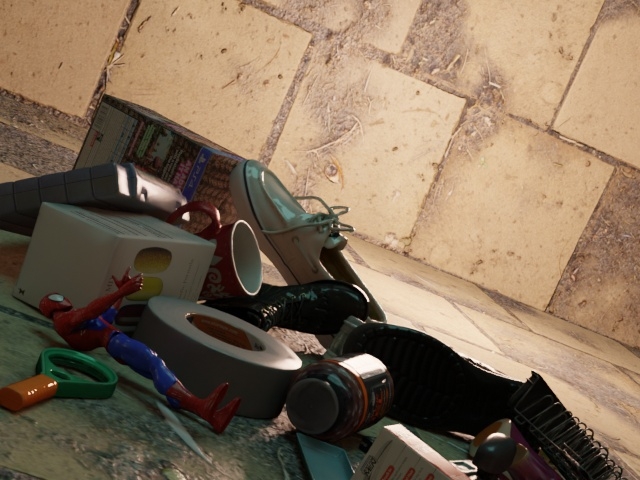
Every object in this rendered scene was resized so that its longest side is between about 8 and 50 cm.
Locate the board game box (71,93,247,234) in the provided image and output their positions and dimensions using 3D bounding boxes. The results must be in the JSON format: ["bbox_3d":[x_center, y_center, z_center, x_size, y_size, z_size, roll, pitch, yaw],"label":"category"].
[{"bbox_3d":[-0.288,-0.090,2.266,0.291,0.232,0.141,30,10,33],"label":"board game box"}]

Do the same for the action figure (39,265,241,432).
[{"bbox_3d":[-0.207,0.104,1.538,0.280,0.139,0.091,24,-18,20],"label":"action figure"}]

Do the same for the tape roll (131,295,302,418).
[{"bbox_3d":[-0.137,0.150,1.677,0.219,0.072,0.219,23,8,-4],"label":"tape roll"}]

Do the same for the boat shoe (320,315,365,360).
[{"bbox_3d":[0.127,0.187,2.086,0.118,0.103,0.320,30,10,41],"label":"boat shoe"}]

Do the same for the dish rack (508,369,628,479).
[{"bbox_3d":[0.370,0.313,1.789,0.208,0.074,0.271,50,-1,-20],"label":"dish rack"}]

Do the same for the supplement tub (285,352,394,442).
[{"bbox_3d":[0.021,0.203,1.663,0.106,0.106,0.198,26,9,18],"label":"supplement tub"}]

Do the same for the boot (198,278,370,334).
[{"bbox_3d":[-0.067,0.116,1.987,0.262,0.091,0.229,1,5,11],"label":"boot"}]

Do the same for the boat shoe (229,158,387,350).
[{"bbox_3d":[-0.003,0.003,2.129,0.367,0.156,0.136,60,31,5],"label":"boat shoe"}]

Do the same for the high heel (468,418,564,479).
[{"bbox_3d":[0.286,0.325,1.820,0.117,0.082,0.244,51,-9,-7],"label":"high heel"}]

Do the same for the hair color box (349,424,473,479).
[{"bbox_3d":[0.116,0.282,1.374,0.167,0.093,0.053,36,12,24],"label":"hair color box"}]

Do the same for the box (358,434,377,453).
[{"bbox_3d":[0.100,0.281,1.683,0.083,0.018,0.067,16,11,-45],"label":"box"}]

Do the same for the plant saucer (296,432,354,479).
[{"bbox_3d":[0.011,0.272,1.489,0.067,0.018,0.192,22,7,-12],"label":"plant saucer"}]

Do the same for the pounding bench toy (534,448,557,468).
[{"bbox_3d":[0.356,0.314,2.048,0.083,0.065,0.052,29,9,37],"label":"pounding bench toy"}]

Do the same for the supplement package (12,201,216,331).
[{"bbox_3d":[-0.275,0.040,1.752,0.133,0.139,0.244,22,8,25],"label":"supplement package"}]

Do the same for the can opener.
[{"bbox_3d":[0.156,0.276,1.596,0.076,0.095,0.283,28,8,34],"label":"can opener"}]

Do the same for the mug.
[{"bbox_3d":[-0.188,0.023,1.912,0.169,0.150,0.113,-11,-3,19],"label":"mug"}]

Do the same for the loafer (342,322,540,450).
[{"bbox_3d":[0.184,0.228,1.981,0.365,0.134,0.130,26,-4,-18],"label":"loafer"}]

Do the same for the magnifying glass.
[{"bbox_3d":[-0.287,0.152,1.394,0.092,0.026,0.231,25,9,9],"label":"magnifying glass"}]

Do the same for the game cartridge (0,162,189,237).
[{"bbox_3d":[-0.342,-0.052,1.898,0.230,0.068,0.355,-14,-8,8],"label":"game cartridge"}]
